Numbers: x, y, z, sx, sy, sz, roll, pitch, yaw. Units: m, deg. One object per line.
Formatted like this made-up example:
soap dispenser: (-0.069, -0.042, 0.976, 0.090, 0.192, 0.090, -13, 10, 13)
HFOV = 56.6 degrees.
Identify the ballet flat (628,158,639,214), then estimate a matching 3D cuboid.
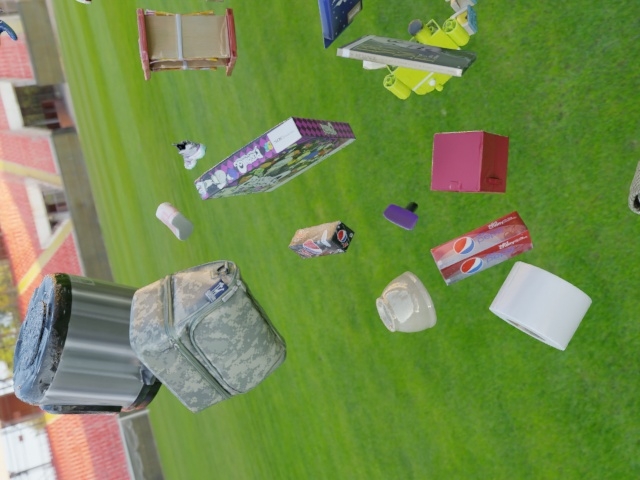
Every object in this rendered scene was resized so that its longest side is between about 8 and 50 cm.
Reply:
ballet flat: (0.651, -0.062, 0.991, 0.483, 0.164, 0.182, -54, -13, -80)

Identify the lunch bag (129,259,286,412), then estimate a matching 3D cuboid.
lunch bag: (-0.238, 0.201, 1.314, 0.212, 0.256, 0.305, -111, -6, -53)

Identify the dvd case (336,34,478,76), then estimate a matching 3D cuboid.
dvd case: (0.161, -0.338, 1.073, 0.221, 0.164, 0.018, 15, 121, 17)

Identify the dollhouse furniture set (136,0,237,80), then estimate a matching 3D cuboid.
dollhouse furniture set: (-0.297, -0.551, 1.285, 0.152, 0.202, 0.373, -175, 81, -76)

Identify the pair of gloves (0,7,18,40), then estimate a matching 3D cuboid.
pair of gloves: (-0.636, -0.371, 1.035, 0.023, 0.198, 0.159, 106, 153, -42)

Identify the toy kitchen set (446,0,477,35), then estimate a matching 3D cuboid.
toy kitchen set: (0.374, -0.693, 1.637, 0.122, 0.207, 0.166, -22, 49, 40)

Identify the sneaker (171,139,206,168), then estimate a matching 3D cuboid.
sneaker: (-0.308, -0.202, 1.352, 0.098, 0.069, 0.038, -35, 42, 48)

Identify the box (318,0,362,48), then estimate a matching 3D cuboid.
box: (0.045, -0.564, 1.361, 0.037, 0.136, 0.225, 25, 152, 23)

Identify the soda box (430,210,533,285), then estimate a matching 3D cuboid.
soda box: (0.453, 0.023, 1.673, 0.092, 0.263, 0.083, 55, -167, -44)

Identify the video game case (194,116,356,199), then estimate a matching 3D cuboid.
video game case: (-0.071, -0.141, 1.027, 0.210, 0.232, 0.041, -29, 85, 25)

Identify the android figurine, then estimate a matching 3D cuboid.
android figurine: (0.288, -0.486, 1.605, 0.248, 0.273, 0.056, -39, 58, 22)

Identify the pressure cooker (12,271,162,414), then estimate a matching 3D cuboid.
pressure cooker: (-0.608, 0.300, 1.696, 0.375, 0.421, 0.369, -46, 44, 31)

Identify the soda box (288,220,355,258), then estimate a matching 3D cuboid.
soda box: (0.000, 0.000, 1.402, 0.053, 0.060, 0.169, 39, 152, -27)

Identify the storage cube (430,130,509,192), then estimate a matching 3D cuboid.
storage cube: (0.497, -0.258, 1.985, 0.215, 0.184, 0.193, 7, 96, 44)

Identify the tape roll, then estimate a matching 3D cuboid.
tape roll: (0.655, 0.196, 1.779, 0.169, 0.246, 0.246, -60, 27, -2)

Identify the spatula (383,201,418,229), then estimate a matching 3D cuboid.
spatula: (0.223, -0.075, 1.547, 0.030, 0.084, 0.296, -66, -10, 15)

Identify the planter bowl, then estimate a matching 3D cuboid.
planter bowl: (0.215, 0.175, 1.565, 0.162, 0.109, 0.162, 60, 164, 29)

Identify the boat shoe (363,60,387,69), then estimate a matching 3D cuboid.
boat shoe: (0.214, -0.567, 1.830, 0.063, 0.170, 0.059, -122, 23, -60)

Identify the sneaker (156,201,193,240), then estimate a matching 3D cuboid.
sneaker: (-0.361, -0.051, 1.468, 0.070, 0.051, 0.134, 37, 165, 18)

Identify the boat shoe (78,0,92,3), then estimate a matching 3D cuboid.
boat shoe: (-0.629, -0.640, 1.501, 0.137, 0.049, 0.043, 28, 123, 19)
